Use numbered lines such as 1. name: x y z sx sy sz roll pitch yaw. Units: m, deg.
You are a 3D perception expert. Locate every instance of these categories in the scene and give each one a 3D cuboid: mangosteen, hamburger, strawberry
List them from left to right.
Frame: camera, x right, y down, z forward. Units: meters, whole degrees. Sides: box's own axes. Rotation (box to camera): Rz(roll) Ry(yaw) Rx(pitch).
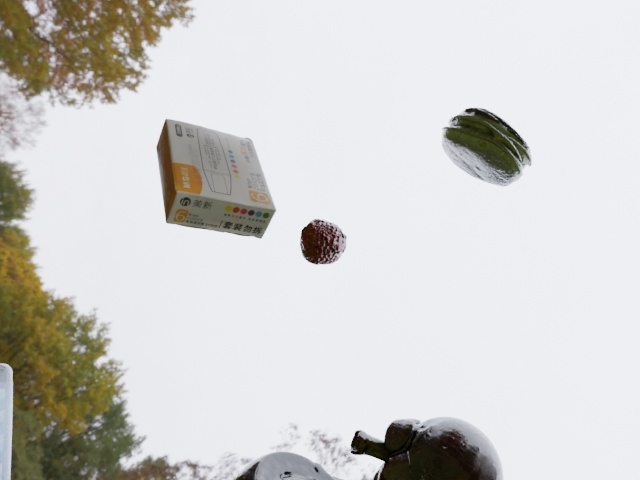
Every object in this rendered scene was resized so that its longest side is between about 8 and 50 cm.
1. strawberry: 0.000 0.000 0.867 0.083 0.096 0.083 -7 -104 31
2. mangosteen: 0.156 0.313 0.697 0.184 0.173 0.172 42 -53 48
3. hamburger: 0.232 -0.132 0.717 0.133 0.140 0.062 34 -93 12

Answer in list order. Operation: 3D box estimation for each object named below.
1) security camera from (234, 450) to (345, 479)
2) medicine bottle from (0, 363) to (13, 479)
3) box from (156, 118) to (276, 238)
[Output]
1. security camera: -0.085 0.462 0.713 0.277 0.191 0.197 -60 -160 13
2. medicine bottle: -0.299 0.206 0.412 0.084 0.084 0.202 -19 -106 42
3. box: -0.231 -0.135 1.100 0.091 0.221 0.273 -59 -141 34
